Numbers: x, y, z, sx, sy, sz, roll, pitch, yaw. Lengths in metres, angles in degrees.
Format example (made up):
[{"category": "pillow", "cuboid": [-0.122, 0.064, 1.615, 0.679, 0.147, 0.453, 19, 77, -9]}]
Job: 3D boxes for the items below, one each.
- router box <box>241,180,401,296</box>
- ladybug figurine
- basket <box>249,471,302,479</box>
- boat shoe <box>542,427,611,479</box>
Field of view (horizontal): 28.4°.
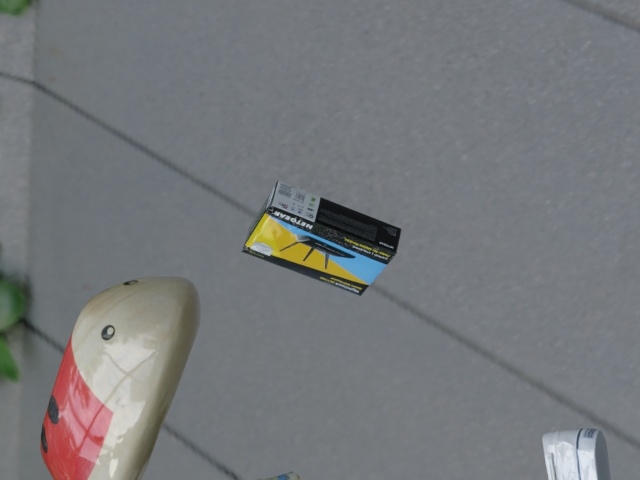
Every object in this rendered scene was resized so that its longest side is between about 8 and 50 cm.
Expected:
[{"category": "router box", "cuboid": [0.000, 0.000, 1.676, 0.178, 0.046, 0.133, 21, 147, -10]}, {"category": "ladybug figurine", "cuboid": [-0.297, 0.222, 1.811, 0.161, 0.305, 0.449, 20, 130, -5]}, {"category": "basket", "cuboid": [-0.124, 0.508, 1.945, 0.201, 0.288, 0.255, -127, 15, -59]}, {"category": "boat shoe", "cuboid": [0.329, 0.366, 1.615, 0.084, 0.095, 0.258, -3, 91, 25]}]
